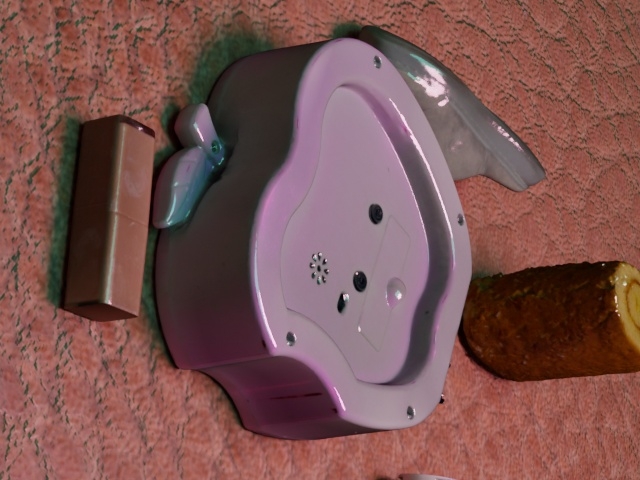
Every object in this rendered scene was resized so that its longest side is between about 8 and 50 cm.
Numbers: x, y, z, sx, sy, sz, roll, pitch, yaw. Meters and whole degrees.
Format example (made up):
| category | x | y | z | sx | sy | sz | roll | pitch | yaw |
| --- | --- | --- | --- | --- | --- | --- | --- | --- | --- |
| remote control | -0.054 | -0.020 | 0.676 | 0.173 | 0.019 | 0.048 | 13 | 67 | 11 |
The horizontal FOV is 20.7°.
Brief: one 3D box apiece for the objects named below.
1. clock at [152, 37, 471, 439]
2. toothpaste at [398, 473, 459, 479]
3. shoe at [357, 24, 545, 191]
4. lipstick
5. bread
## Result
| category | x | y | z | sx | sy | sz | roll | pitch | yaw |
| --- | --- | --- | --- | --- | --- | --- | --- | --- | --- |
| clock | 0.000 | 0.000 | 1.453 | 0.338 | 0.102 | 0.338 | 18 | 68 | -53 |
| toothpaste | 0.081 | 0.368 | 1.528 | 0.100 | 0.066 | 0.323 | 29 | 64 | -55 |
| shoe | 0.110 | -0.108 | 1.660 | 0.251 | 0.103 | 0.100 | 35 | 98 | -32 |
| lipstick | -0.153 | -0.016 | 1.280 | 0.045 | 0.045 | 0.145 | 28 | 60 | -53 |
| bread | 0.241 | 0.079 | 1.725 | 0.132 | 0.172 | 0.103 | 39 | 52 | -47 |
